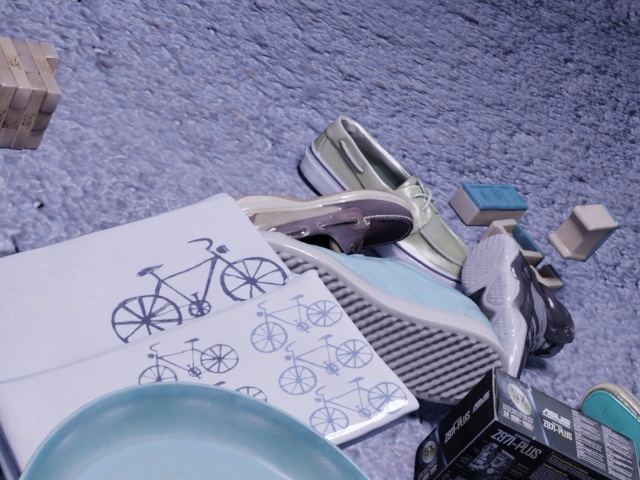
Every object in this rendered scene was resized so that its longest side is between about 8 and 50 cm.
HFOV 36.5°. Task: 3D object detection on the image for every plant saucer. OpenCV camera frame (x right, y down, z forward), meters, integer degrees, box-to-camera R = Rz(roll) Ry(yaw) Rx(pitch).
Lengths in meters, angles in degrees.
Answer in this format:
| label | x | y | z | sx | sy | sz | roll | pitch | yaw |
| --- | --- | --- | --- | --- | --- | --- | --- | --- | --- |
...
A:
| label | x | y | z | sx | sy | sz | roll | pitch | yaw |
| --- | --- | --- | --- | --- | --- | --- | --- | --- | --- |
| plant saucer | -0.054 | 0.230 | 0.616 | 0.318 | 0.043 | 0.317 | 27 | 32 | -18 |

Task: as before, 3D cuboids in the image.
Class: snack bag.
| label | x | y | z | sx | sy | sz | roll | pitch | yaw |
| --- | --- | --- | --- | --- | --- | --- | --- | --- | --- |
| snack bag | -0.138 | 0.085 | 0.840 | 0.323 | 0.037 | 0.342 | -18 | 47 | -25 |

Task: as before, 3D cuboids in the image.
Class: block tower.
| label | x | y | z | sx | sy | sz | roll | pitch | yaw |
| --- | --- | --- | --- | --- | --- | --- | --- | --- | --- |
| block tower | -0.431 | -0.165 | 0.991 | 0.336 | 0.091 | 0.097 | 0 | 48 | -41 |

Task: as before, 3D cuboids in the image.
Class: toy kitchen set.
| label | x | y | z | sx | sy | sz | roll | pitch | yaw |
| --- | --- | --- | --- | --- | --- | --- | --- | --- | --- |
| toy kitchen set | 0.327 | -0.041 | 1.433 | 0.122 | 0.166 | 0.207 | -1 | 48 | -42 |

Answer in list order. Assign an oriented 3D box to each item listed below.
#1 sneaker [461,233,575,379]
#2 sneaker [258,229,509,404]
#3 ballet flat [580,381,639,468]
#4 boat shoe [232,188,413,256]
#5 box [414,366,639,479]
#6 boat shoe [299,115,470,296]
| label | x | y | z | sx | sy | sz | roll | pitch | yaw |
| --- | --- | --- | --- | --- | --- | --- | --- | --- | --- |
| sneaker | 0.248 | 0.129 | 1.209 | 0.153 | 0.101 | 0.268 | 36 | 46 | -29 |
| sneaker | 0.029 | 0.070 | 1.085 | 0.366 | 0.135 | 0.150 | 25 | 20 | -16 |
| ballet flat | 0.429 | 0.278 | 1.214 | 0.086 | 0.086 | 0.248 | -6 | 50 | -45 |
| boat shoe | 0.000 | 0.000 | 1.162 | 0.285 | 0.103 | 0.092 | -2 | 54 | -36 |
| box | 0.211 | 0.237 | 1.002 | 0.180 | 0.147 | 0.077 | 28 | 34 | -10 |
| boat shoe | 0.102 | -0.044 | 1.304 | 0.302 | 0.094 | 0.109 | 41 | 34 | 6 |
